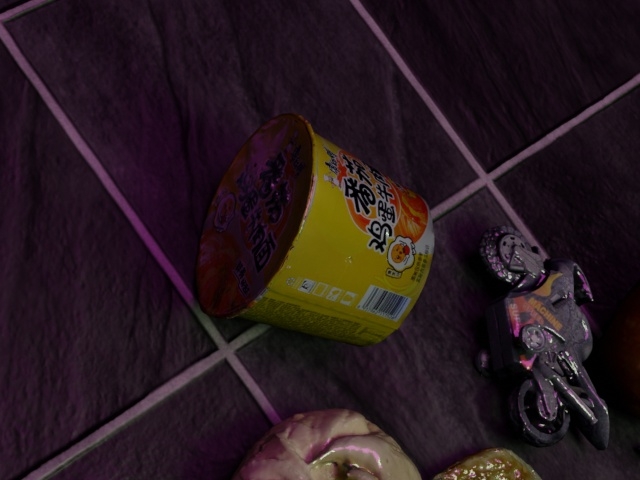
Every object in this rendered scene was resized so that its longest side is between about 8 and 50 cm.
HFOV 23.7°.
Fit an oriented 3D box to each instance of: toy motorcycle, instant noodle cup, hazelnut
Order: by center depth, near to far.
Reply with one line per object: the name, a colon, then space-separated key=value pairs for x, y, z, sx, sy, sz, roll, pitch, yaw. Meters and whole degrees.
instant noodle cup: x=0.000 y=0.000 z=1.822 sx=0.200 sy=0.264 sz=0.264 roll=21 pitch=58 yaw=-27
toy motorcycle: x=0.296 y=0.126 z=1.999 sx=0.173 sy=0.108 sz=0.307 roll=5 pitch=67 yaw=-32
hazelnut: x=0.494 y=0.149 z=2.029 sx=0.218 sy=0.218 sz=0.234 roll=38 pitch=85 yaw=-7

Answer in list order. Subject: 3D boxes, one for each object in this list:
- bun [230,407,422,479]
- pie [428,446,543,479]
bun: x=0.017 y=0.308 z=1.729 sx=0.259 sy=0.160 sz=0.259 roll=13 pitch=62 yaw=-26
pie: x=0.222 y=0.368 z=1.872 sx=0.241 sy=0.054 sz=0.240 roll=11 pitch=61 yaw=-21
